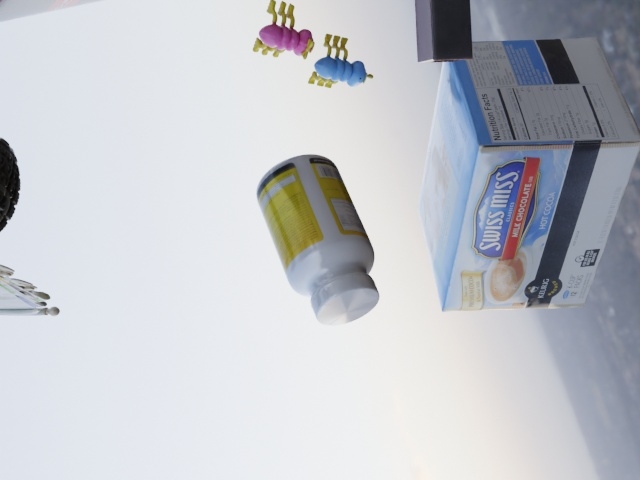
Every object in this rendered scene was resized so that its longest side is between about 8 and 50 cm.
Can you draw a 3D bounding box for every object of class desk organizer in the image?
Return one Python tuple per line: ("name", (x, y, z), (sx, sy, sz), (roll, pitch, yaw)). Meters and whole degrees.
("desk organizer", (0.131, -0.259, 1.159), (0.050, 0.047, 0.130), (-166, 72, -72))

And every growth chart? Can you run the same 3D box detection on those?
("growth chart", (-0.462, 0.063, 1.480), (0.237, 0.172, 0.021), (60, -146, -61))

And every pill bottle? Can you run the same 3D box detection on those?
("pill bottle", (0.000, 0.000, 1.209), (0.103, 0.103, 0.184), (52, -166, -58))

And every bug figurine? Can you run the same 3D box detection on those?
("bug figurine", (0.016, -0.346, 1.591), (0.072, 0.216, 0.279), (57, 135, 50))

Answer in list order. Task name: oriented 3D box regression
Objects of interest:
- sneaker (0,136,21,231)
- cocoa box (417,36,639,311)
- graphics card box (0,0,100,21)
("sneaker", (-0.468, -0.017, 1.265), (0.286, 0.130, 0.109), (-60, -27, -28))
("cocoa box", (0.285, -0.090, 1.557), (0.347, 0.228, 0.231), (95, 170, -47))
("graphics card box", (-0.204, -0.358, 1.199), (0.371, 0.233, 0.094), (-27, -90, -44))
